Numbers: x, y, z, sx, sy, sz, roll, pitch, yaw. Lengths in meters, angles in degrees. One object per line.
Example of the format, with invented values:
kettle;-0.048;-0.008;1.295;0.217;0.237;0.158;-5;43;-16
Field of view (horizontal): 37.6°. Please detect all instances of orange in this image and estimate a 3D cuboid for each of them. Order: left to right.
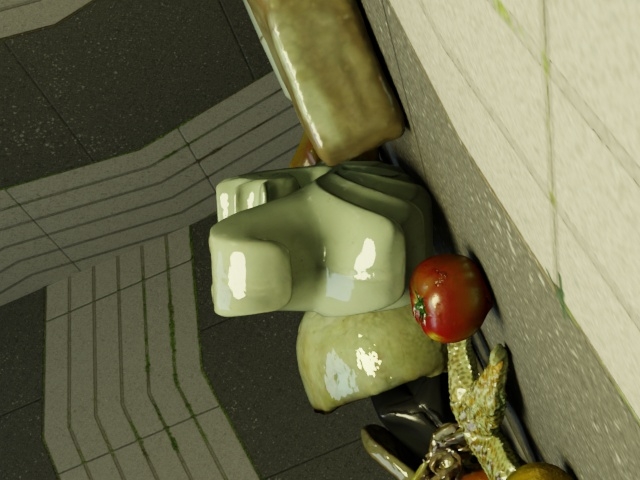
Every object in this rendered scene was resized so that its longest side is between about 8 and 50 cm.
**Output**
orange;0.204;0.249;0.870;0.085;0.085;0.095;67;-164;14

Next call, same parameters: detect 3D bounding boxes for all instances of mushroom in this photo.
mushroom;0.052;0.134;1.306;0.267;0.190;0.164;153;95;-82

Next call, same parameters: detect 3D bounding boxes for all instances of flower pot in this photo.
flower pot;0.000;0.000;1.113;0.367;0.254;0.164;-115;23;-77

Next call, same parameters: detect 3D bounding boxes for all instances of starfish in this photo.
starfish;0.203;0.213;1.114;0.347;0.078;0.358;64;-179;-5

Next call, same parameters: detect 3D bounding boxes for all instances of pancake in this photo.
pancake;0.147;0.360;1.437;0.222;0.042;0.236;38;-179;5

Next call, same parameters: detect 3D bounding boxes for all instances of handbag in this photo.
handbag;0.210;0.300;1.482;0.288;0.152;0.342;51;-177;-6

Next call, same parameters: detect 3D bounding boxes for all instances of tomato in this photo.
tomato;0.127;0.053;0.906;0.087;0.075;0.087;167;90;-79

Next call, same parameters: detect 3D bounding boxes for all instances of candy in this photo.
candy;0.002;-0.198;0.982;0.102;0.104;0.234;-105;-9;-77

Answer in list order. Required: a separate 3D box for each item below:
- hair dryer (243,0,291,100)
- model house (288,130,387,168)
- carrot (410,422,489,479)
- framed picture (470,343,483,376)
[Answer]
hair dryer;-0.011;-0.295;1.424;0.357;0.108;0.173;-26;-87;-80
model house;0.036;-0.053;1.429;0.239;0.173;0.268;-108;-8;-68
carrot;0.208;0.395;1.222;0.193;0.214;0.331;-44;54;43
framed picture;0.224;0.184;1.367;0.149;0.011;0.109;62;-175;-81
